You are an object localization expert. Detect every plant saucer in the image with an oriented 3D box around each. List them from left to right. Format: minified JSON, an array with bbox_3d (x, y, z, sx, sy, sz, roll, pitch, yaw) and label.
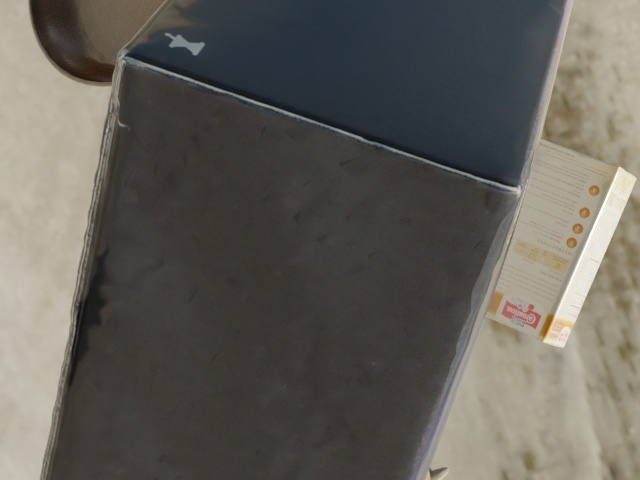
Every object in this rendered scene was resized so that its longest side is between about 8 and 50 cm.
[{"bbox_3d":[-0.141,-0.276,1.381,0.050,0.311,0.310,27,39,-47],"label":"plant saucer"}]

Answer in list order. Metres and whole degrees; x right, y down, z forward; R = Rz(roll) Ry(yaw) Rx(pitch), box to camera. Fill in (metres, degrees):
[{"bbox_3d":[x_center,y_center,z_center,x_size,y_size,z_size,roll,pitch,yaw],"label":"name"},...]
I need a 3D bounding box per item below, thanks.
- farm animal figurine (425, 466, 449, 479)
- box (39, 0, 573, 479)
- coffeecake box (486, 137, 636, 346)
[{"bbox_3d":[0.025,0.240,1.515,0.330,0.172,0.327,53,13,-2],"label":"farm animal figurine"},{"bbox_3d":[0.000,0.000,0.783,0.296,0.183,0.294,-65,172,-57],"label":"box"},{"bbox_3d":[0.208,-0.007,1.520,0.142,0.185,0.068,24,3,28],"label":"coffeecake box"}]
